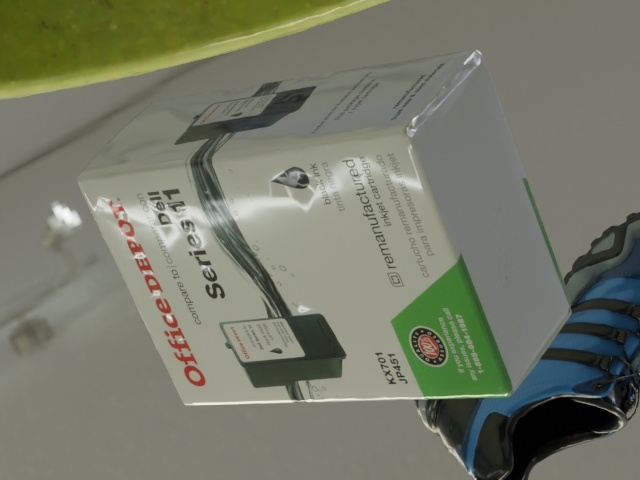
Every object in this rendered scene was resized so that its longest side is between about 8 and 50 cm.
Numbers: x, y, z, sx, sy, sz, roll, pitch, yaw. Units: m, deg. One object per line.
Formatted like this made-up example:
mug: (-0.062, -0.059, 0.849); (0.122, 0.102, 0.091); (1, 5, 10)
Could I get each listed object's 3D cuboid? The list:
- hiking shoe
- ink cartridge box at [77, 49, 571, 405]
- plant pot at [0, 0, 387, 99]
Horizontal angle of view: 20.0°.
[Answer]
hiking shoe: (0.225, 0.088, 1.403); (0.304, 0.113, 0.132); (-37, -134, 4)
ink cartridge box: (0.000, 0.000, 0.918); (0.208, 0.153, 0.087); (-6, -152, 36)
plant pot: (-0.070, -0.195, 0.471); (0.276, 0.254, 0.276); (-15, 174, -1)
